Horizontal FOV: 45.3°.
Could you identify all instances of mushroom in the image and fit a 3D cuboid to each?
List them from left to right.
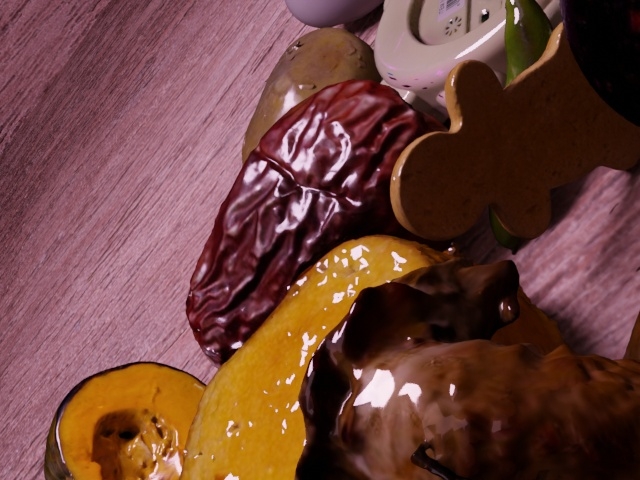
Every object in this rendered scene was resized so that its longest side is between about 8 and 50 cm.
[{"bbox_3d":[0.211,0.095,0.339,0.331,0.356,0.334,-54,11,-13],"label":"mushroom"}]

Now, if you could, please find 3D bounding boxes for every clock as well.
[{"bbox_3d":[0.192,-0.257,0.835,0.309,0.114,0.284,-24,48,44],"label":"clock"}]

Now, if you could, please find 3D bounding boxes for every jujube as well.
[{"bbox_3d":[0.000,0.000,0.801,0.342,0.216,0.216,-50,35,14],"label":"jujube"}]

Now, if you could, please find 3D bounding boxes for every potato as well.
[{"bbox_3d":[-0.019,-0.147,0.994,0.191,0.141,0.296,-13,57,51],"label":"potato"}]

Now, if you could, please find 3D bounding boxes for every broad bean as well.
[{"bbox_3d":[0.186,-0.110,0.697,0.065,0.046,0.255,7,105,27],"label":"broad bean"}]

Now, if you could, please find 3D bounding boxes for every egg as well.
[{"bbox_3d":[0.037,-0.409,1.089,0.232,0.176,0.176,-54,34,16],"label":"egg"}]

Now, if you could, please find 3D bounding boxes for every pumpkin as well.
[{"bbox_3d":[-0.173,0.312,0.813,0.325,0.242,0.232,-106,26,-43],"label":"pumpkin"}]

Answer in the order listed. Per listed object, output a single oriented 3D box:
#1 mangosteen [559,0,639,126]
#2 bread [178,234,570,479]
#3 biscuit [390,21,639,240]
[{"bbox_3d":[0.308,-0.203,0.532,0.233,0.287,0.288,10,73,45],"label":"mangosteen"},{"bbox_3d":[0.036,0.171,0.622,0.358,0.204,0.337,-50,30,16],"label":"bread"},{"bbox_3d":[0.157,-0.080,0.635,0.240,0.158,0.035,-28,10,-16],"label":"biscuit"}]
